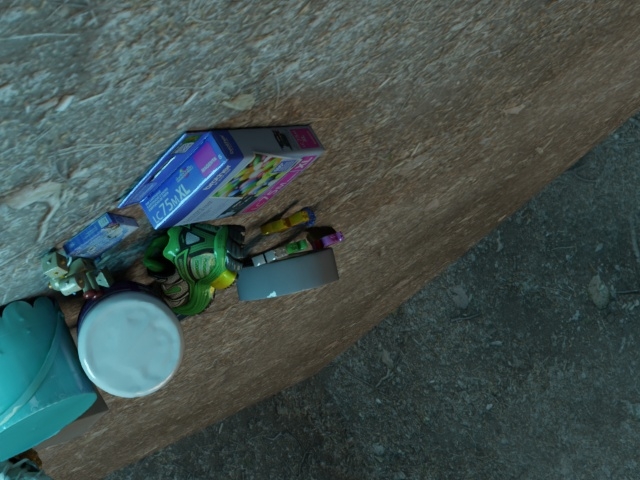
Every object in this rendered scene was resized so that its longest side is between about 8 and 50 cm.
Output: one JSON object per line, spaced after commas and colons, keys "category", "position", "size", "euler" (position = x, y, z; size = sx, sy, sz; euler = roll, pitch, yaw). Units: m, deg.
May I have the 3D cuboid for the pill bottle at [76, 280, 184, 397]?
{"category": "pill bottle", "position": [-0.328, 0.156, 1.709], "size": [0.169, 0.169, 0.301], "euler": [-29, -170, -11]}

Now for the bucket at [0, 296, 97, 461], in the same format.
{"category": "bucket", "position": [-0.523, 0.242, 1.685], "size": [0.281, 0.183, 0.281], "euler": [-31, 167, -8]}

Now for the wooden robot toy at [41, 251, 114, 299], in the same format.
{"category": "wooden robot toy", "position": [-0.396, 0.065, 1.585], "size": [0.079, 0.076, 0.173], "euler": [-23, 169, 13]}

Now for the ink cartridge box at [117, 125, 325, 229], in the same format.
{"category": "ink cartridge box", "position": [-0.147, -0.099, 1.560], "size": [0.186, 0.065, 0.311], "euler": [-40, 163, 31]}

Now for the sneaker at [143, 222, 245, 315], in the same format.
{"category": "sneaker", "position": [-0.244, 0.036, 1.769], "size": [0.146, 0.134, 0.343], "euler": [13, 157, -18]}

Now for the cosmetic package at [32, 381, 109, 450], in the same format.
{"category": "cosmetic package", "position": [-0.607, 0.397, 2.256], "size": [0.127, 0.107, 0.238], "euler": [-42, 160, 29]}

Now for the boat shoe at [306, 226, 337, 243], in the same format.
{"category": "boat shoe", "position": [0.000, 0.000, 2.281], "size": [0.045, 0.050, 0.135], "euler": [-42, 164, 20]}

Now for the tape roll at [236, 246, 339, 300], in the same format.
{"category": "tape roll", "position": [-0.073, 0.071, 2.145], "size": [0.219, 0.072, 0.219], "euler": [-12, -178, 0]}

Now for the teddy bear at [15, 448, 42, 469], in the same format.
{"category": "teddy bear", "position": [-0.722, 0.471, 1.970], "size": [0.338, 0.245, 0.113], "euler": [1, 138, 12]}

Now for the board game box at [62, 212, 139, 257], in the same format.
{"category": "board game box", "position": [-0.337, -0.006, 1.552], "size": [0.090, 0.020, 0.090], "euler": [-35, 168, 12]}

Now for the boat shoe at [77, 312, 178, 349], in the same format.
{"category": "boat shoe", "position": [-0.364, 0.146, 1.934], "size": [0.258, 0.109, 0.089], "euler": [-44, 166, -24]}

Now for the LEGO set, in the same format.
{"category": "LEGO set", "position": [-0.039, -0.019, 2.028], "size": [0.093, 0.087, 0.227], "euler": [-23, 176, 41]}

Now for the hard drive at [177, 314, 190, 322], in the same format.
{"category": "hard drive", "position": [-0.310, 0.154, 2.110], "size": [0.135, 0.022, 0.094], "euler": [-31, -160, -3]}

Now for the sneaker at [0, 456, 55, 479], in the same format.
{"category": "sneaker", "position": [-0.601, 0.395, 1.794], "size": [0.447, 0.257, 0.169], "euler": [-1, 178, 14]}
